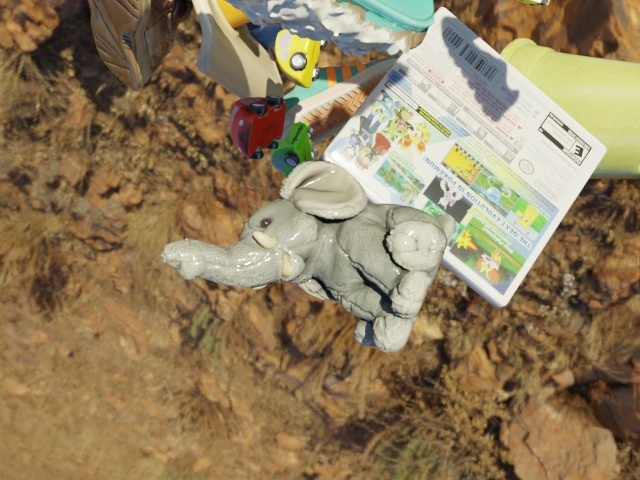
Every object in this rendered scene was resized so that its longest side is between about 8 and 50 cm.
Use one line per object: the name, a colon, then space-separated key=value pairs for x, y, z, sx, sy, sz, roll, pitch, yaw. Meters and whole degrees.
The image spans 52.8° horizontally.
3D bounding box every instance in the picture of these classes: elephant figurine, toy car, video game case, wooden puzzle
elephant figurine: x=0.000 y=0.000 z=0.657 sx=0.239 sy=0.169 sz=0.186 roll=22 pitch=177 yaw=11
toy car: x=-0.047 y=-0.151 z=0.829 sx=0.053 sy=0.239 sz=0.225 roll=16 pitch=150 yaw=16
video game case: x=0.211 y=-0.122 z=0.920 sx=0.329 sy=0.300 sz=0.036 roll=39 pitch=166 yaw=-6
wooden puzzle: x=-0.118 y=-0.367 z=0.854 sx=0.080 sy=0.347 sz=0.322 roll=-15 pitch=178 yaw=10

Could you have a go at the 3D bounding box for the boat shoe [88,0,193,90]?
boat shoe: x=-0.236 y=-0.333 z=0.867 sx=0.123 sy=0.123 sz=0.342 roll=45 pitch=158 yaw=5

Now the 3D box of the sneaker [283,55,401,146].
sneaker: x=0.035 y=-0.268 z=1.133 sx=0.121 sy=0.302 sz=0.108 roll=44 pitch=149 yaw=33

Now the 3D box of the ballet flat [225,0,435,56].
ballet flat: x=-0.102 y=-0.245 z=0.401 sx=0.409 sy=0.147 sz=0.147 roll=32 pitch=146 yaw=-30

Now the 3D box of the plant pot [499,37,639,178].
plant pot: x=0.458 y=-0.209 z=1.120 sx=0.254 sy=0.276 sz=0.276 roll=13 pitch=150 yaw=37

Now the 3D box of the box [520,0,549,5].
box: x=0.255 y=-0.440 z=1.003 sx=0.232 sy=0.058 sz=0.087 roll=13 pitch=107 yaw=-12
